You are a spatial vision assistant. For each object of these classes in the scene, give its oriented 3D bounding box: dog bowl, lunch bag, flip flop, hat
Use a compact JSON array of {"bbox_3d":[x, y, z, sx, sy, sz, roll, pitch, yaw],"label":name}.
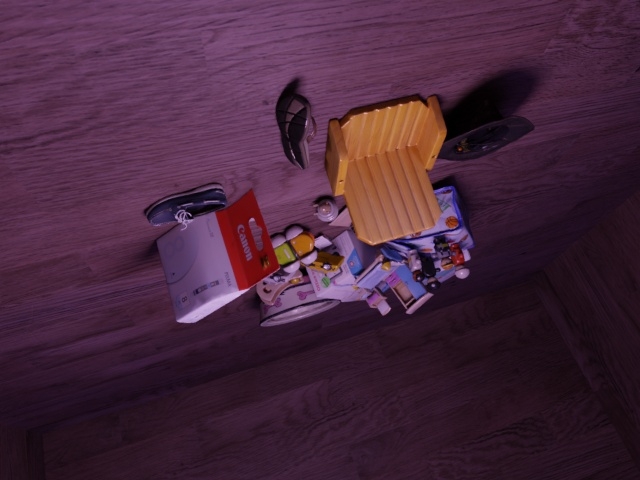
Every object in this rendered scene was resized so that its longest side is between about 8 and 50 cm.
[{"bbox_3d":[-0.115,0.288,2.299,0.408,0.150,0.408,-16,165,-4],"label":"dog bowl"},{"bbox_3d":[0.435,-0.043,2.039,0.386,0.238,0.328,-14,159,22],"label":"lunch bag"},{"bbox_3d":[-0.052,-0.301,1.300,0.080,0.112,0.277,-42,158,-18],"label":"flip flop"},{"bbox_3d":[0.514,-0.372,1.539,0.332,0.133,0.331,-9,170,-2],"label":"hat"}]

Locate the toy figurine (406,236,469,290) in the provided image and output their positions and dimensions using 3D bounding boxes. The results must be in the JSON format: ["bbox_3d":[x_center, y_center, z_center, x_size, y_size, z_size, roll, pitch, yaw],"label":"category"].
[{"bbox_3d":[0.471,0.100,1.906,0.213,0.148,0.210,-26,152,30],"label":"toy figurine"}]

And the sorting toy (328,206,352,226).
[{"bbox_3d":[0.157,-0.114,1.904,0.193,0.038,0.208,3,151,-41],"label":"sorting toy"}]

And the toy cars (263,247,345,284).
[{"bbox_3d":[-0.093,0.123,1.980,0.394,0.176,0.087,-12,120,-9],"label":"toy cars"}]

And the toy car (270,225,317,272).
[{"bbox_3d":[-0.104,0.027,1.887,0.182,0.159,0.136,-28,-169,14],"label":"toy car"}]

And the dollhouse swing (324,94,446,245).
[{"bbox_3d":[0.226,-0.205,1.453,0.347,0.304,0.315,-15,155,-11],"label":"dollhouse swing"}]

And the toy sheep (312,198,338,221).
[{"bbox_3d":[0.024,-0.111,1.750,0.091,0.091,0.132,-27,168,12],"label":"toy sheep"}]

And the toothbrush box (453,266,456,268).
[{"bbox_3d":[0.649,0.154,2.708,0.296,0.126,0.216,7,143,-48],"label":"toothbrush box"}]

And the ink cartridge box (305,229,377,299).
[{"bbox_3d":[0.105,0.117,2.129,0.270,0.198,0.197,-36,152,28],"label":"ink cartridge box"}]

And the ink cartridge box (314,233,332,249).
[{"bbox_3d":[0.000,0.000,2.014,0.063,0.029,0.115,-26,154,14],"label":"ink cartridge box"}]

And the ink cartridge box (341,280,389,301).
[{"bbox_3d":[0.209,0.195,2.397,0.233,0.171,0.168,-1,148,-37],"label":"ink cartridge box"}]

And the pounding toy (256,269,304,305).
[{"bbox_3d":[-0.211,0.181,2.069,0.270,0.154,0.155,-19,155,-4],"label":"pounding toy"}]

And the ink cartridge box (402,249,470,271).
[{"bbox_3d":[0.507,0.075,2.281,0.330,0.071,0.324,-22,-162,2],"label":"ink cartridge box"}]

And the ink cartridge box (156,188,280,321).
[{"bbox_3d":[-0.340,0.045,1.514,0.385,0.308,0.091,-32,154,22],"label":"ink cartridge box"}]

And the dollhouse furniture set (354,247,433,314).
[{"bbox_3d":[0.273,0.212,1.981,0.286,0.198,0.303,-46,147,20],"label":"dollhouse furniture set"}]

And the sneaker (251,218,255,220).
[{"bbox_3d":[-0.279,-0.064,1.636,0.135,0.058,0.052,-8,152,-27],"label":"sneaker"}]

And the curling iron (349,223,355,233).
[{"bbox_3d":[0.243,-0.093,1.917,0.274,0.035,0.068,-23,158,13],"label":"curling iron"}]

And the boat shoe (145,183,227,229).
[{"bbox_3d":[-0.409,-0.093,1.453,0.255,0.079,0.095,-19,155,-5],"label":"boat shoe"}]
